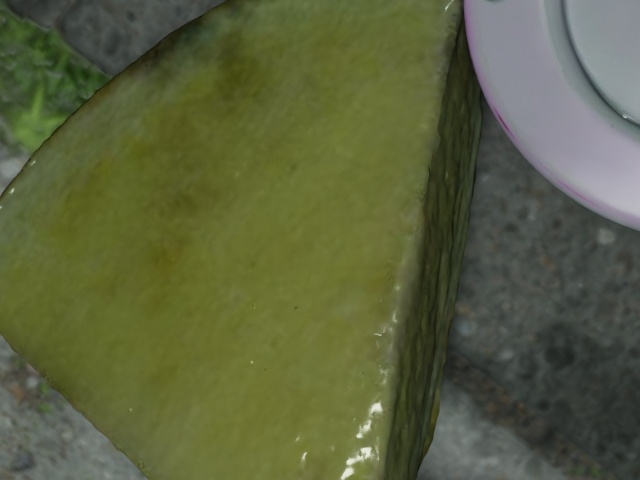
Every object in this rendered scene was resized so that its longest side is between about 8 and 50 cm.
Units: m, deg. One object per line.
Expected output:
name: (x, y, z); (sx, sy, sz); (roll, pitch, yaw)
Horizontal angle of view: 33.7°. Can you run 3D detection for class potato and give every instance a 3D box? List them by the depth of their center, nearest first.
potato: (0.000, 0.000, 0.504); (0.269, 0.112, 0.255); (36, 94, 21)

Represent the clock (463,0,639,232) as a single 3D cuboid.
clock: (0.228, -0.106, 0.412); (0.338, 0.102, 0.339); (1, 92, 22)
